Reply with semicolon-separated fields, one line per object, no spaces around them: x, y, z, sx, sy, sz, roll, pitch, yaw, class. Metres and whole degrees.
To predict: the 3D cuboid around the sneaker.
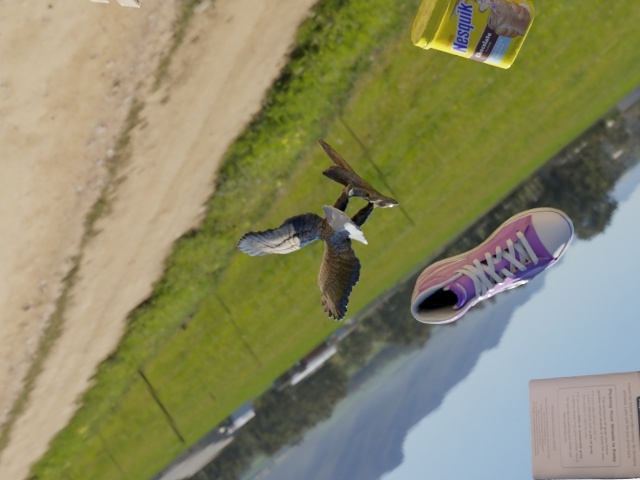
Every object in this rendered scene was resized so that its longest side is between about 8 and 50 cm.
0.268;0.053;1.529;0.282;0.102;0.161;-33;-177;21;sneaker

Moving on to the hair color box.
0.522;0.305;1.594;0.347;0.174;0.105;-11;160;37;hair color box

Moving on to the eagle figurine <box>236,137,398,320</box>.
0.006;0.001;1.854;0.225;0.226;0.298;18;120;-45;eagle figurine

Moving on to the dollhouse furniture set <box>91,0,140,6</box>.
-0.416;-0.568;1.767;0.161;0.242;0.212;45;61;-59;dollhouse furniture set

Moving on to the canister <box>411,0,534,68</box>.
0.252;-0.362;1.611;0.073;0.169;0.126;-97;-156;-53;canister
